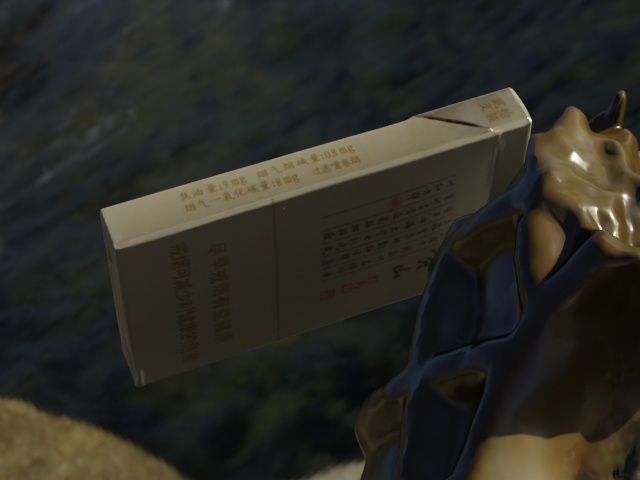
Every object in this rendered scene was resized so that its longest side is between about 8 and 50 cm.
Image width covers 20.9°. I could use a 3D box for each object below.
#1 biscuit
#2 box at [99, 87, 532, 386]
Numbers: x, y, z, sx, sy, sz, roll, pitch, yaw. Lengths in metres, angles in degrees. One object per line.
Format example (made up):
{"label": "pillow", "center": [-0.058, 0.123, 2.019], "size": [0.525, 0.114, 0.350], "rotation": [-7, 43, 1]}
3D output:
{"label": "biscuit", "center": [0.101, 0.105, 0.485], "size": [0.268, 0.115, 0.366], "rotation": [-63, 18, 3]}
{"label": "box", "center": [0.000, -0.001, 1.484], "size": [0.365, 0.204, 0.051], "rotation": [-17, 54, -13]}
